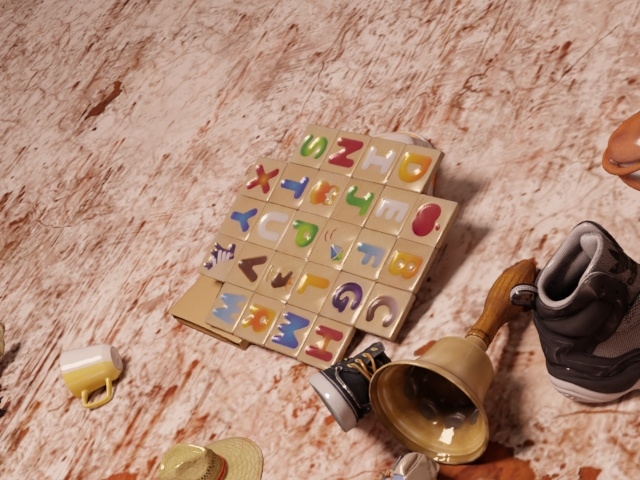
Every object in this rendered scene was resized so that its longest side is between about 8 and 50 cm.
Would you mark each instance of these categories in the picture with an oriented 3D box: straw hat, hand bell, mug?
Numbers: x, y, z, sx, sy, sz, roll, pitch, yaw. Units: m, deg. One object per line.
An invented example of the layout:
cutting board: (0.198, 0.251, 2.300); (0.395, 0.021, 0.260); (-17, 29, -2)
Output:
straw hat: (-0.138, 0.249, 1.491); (0.144, 0.061, 0.144); (-26, 33, 18)
hand bell: (0.161, 0.096, 1.384); (0.126, 0.126, 0.242); (-5, 31, 41)
mug: (-0.283, 0.167, 1.758); (0.064, 0.078, 0.062); (-20, 2, 11)

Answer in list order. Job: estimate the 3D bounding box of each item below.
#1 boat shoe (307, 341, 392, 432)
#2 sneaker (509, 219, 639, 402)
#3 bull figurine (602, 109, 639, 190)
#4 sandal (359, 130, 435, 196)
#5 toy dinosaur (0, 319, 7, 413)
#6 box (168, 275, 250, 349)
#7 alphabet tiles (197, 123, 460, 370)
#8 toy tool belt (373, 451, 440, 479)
boat shoe: (0.039, 0.139, 1.394); (0.083, 0.065, 0.183); (-35, -2, -1)
sneaker: (0.303, 0.046, 1.231); (0.269, 0.153, 0.101); (-22, 35, 23)
bull figurine: (0.432, -0.143, 1.398); (0.310, 0.101, 0.188); (-39, 33, -4)
sandal: (0.086, -0.073, 1.672); (0.102, 0.076, 0.265); (-28, 33, 15)
toy dinosaur: (-0.491, 0.230, 1.869); (0.268, 0.064, 0.118); (-50, 27, -16)
box: (-0.079, 0.040, 1.742); (0.201, 0.021, 0.164); (-48, 33, -18)
alphabet tiles: (0.000, 0.000, 1.635); (0.343, 0.011, 0.285); (16, 74, 45)
toy tool belt: (0.075, 0.238, 1.316); (0.083, 0.052, 0.051); (-54, 11, -15)
